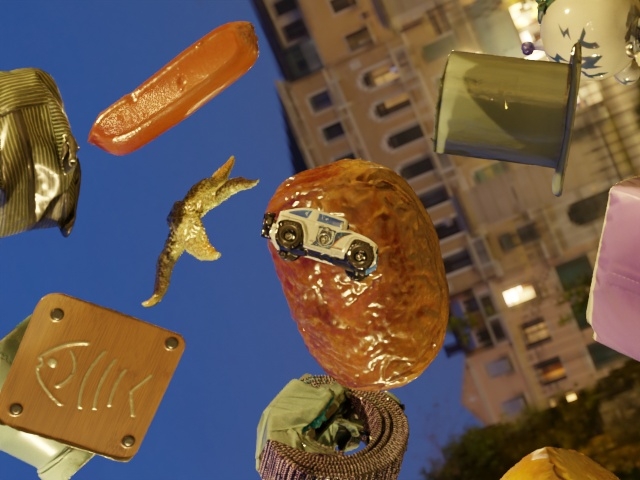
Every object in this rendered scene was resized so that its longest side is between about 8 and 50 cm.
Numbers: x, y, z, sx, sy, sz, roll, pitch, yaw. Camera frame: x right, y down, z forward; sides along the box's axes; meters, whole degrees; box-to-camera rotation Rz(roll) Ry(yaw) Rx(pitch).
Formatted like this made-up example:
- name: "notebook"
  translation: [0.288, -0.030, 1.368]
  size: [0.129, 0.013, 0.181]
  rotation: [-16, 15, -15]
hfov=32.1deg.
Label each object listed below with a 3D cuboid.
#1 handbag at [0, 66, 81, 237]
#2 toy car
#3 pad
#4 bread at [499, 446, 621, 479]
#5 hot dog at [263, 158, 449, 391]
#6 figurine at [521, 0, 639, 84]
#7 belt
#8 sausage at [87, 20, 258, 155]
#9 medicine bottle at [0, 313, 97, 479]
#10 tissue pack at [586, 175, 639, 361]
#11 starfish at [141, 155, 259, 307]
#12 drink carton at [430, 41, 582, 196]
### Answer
- name: "handbag"
  translation: [-0.583, -0.143, 2.103]
  size: [0.240, 0.247, 0.341]
  rotation: [65, 153, 27]
- name: "toy car"
  translation: [0.000, 0.000, 1.542]
  size: [0.080, 0.170, 0.070]
  rotation: [89, -161, -75]
- name: "pad"
  translation: [-0.428, 0.256, 2.057]
  size: [0.284, 0.287, 0.018]
  rotation: [21, -166, -17]
- name: "bread"
  translation: [0.340, 0.427, 1.361]
  size: [0.398, 0.215, 0.398]
  rotation: [36, -171, -6]
- name: "hot dog"
  translation: [0.061, 0.054, 1.779]
  size: [0.174, 0.266, 0.388]
  rotation: [-70, -38, -67]
- name: "figurine"
  translation: [0.559, -0.379, 1.985]
  size: [0.186, 0.381, 0.261]
  rotation: [-49, -43, -45]
- name: "belt"
  translation: [0.020, 0.361, 1.987]
  size: [0.325, 0.260, 0.122]
  rotation: [-40, -32, -57]
- name: "sausage"
  translation: [-0.247, -0.253, 1.903]
  size: [0.094, 0.348, 0.097]
  rotation: [55, -174, 17]
- name: "medicine bottle"
  translation: [-0.553, 0.320, 2.194]
  size: [0.290, 0.245, 0.245]
  rotation: [49, -165, -5]
- name: "tissue pack"
  translation: [0.515, 0.067, 1.405]
  size: [0.338, 0.160, 0.242]
  rotation: [25, 122, 48]
- name: "starfish"
  translation: [-0.229, -0.053, 2.109]
  size: [0.078, 0.358, 0.347]
  rotation: [35, -140, -17]
- name: "drink carton"
  translation: [0.264, -0.188, 1.556]
  size: [0.185, 0.189, 0.191]
  rotation: [-59, -23, -57]
